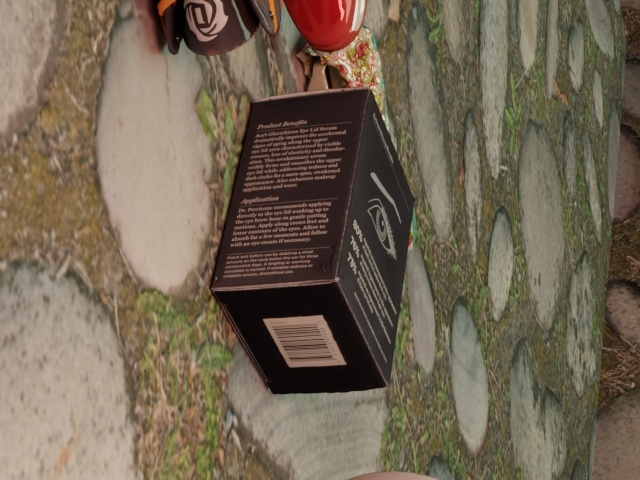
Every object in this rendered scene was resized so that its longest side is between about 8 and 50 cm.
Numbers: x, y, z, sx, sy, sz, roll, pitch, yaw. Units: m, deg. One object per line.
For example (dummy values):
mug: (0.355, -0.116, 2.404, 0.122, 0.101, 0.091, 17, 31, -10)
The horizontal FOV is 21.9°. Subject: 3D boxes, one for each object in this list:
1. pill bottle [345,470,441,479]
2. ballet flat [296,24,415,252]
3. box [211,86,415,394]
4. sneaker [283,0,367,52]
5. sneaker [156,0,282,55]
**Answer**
pill bottle: (0.026, 0.362, 1.174, 0.407, 0.229, 0.229, -67, 148, -53)
ballet flat: (0.026, -0.087, 1.540, 0.077, 0.091, 0.241, -25, 108, -38)
box: (0.000, 0.000, 1.367, 0.153, 0.108, 0.207, 65, 27, -46)
sneaker: (-0.034, -0.269, 1.401, 0.128, 0.087, 0.221, -6, 79, -63)
sneaker: (-0.087, -0.215, 1.131, 0.321, 0.125, 0.180, -30, 114, -70)
